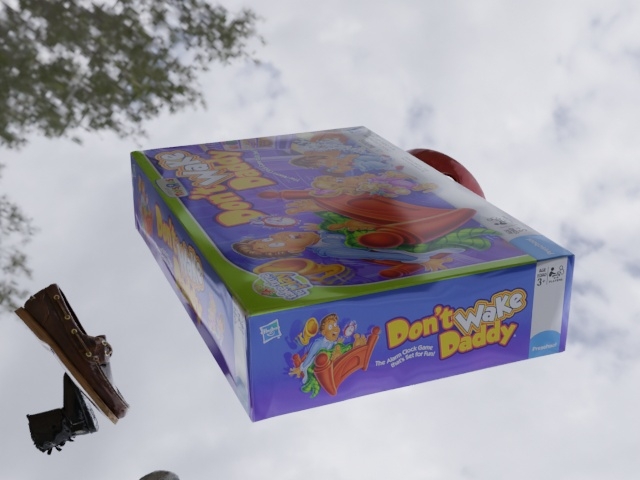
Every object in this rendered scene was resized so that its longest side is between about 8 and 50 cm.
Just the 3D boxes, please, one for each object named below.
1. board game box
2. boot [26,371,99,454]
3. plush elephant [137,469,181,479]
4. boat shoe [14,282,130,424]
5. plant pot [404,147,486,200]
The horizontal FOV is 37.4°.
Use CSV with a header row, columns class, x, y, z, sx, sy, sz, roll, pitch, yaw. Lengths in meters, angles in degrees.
class,x,y,z,sx,sy,sz,roll,pitch,yaw
board game box,0.000,0.000,0.752,0.347,0.233,0.078,-137,-138,-59
boot,-0.413,0.269,1.486,0.099,0.121,0.045,-18,-169,-5
plush elephant,-0.246,0.417,1.112,0.272,0.330,0.255,-9,-115,6
boat shoe,-0.312,0.145,1.241,0.073,0.073,0.207,-39,-97,-19
plant pot,0.132,-0.021,1.430,0.191,0.191,0.174,1,-150,42
